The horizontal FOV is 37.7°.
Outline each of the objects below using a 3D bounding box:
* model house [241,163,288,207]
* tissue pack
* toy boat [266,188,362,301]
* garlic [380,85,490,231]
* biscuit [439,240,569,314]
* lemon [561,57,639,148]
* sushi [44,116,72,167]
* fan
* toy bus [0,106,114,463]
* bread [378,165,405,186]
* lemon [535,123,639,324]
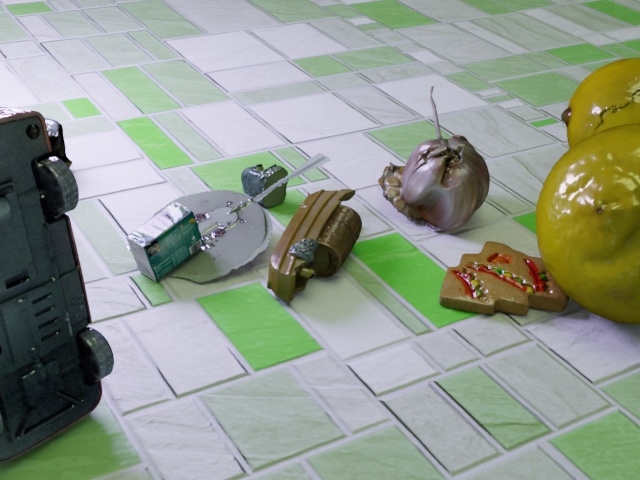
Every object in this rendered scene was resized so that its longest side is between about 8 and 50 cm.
[{"bbox_3d":[-0.111,-0.115,1.818,0.066,0.078,0.083,-20,37,-37],"label":"model house"},{"bbox_3d":[-0.268,-0.003,1.584,0.079,0.085,0.111,27,54,35],"label":"tissue pack"},{"bbox_3d":[0.000,0.000,1.631,0.115,0.089,0.310,14,32,11],"label":"toy boat"},{"bbox_3d":[0.199,-0.147,1.781,0.207,0.256,0.207,-26,20,10],"label":"garlic"},{"bbox_3d":[0.302,0.068,1.606,0.239,0.041,0.212,-13,37,-28],"label":"biscuit"},{"bbox_3d":[0.653,-0.233,1.919,0.297,0.297,0.297,3,31,-2],"label":"lemon"},{"bbox_3d":[-0.586,-0.158,1.797,0.147,0.114,0.212,14,31,10],"label":"sushi"},{"bbox_3d":[-0.142,-0.062,1.698,0.233,0.012,0.415,32,55,32],"label":"fan"},{"bbox_3d":[-0.431,0.050,1.187,0.233,0.426,0.203,16,31,39],"label":"toy bus"},{"bbox_3d":[0.158,-0.121,1.894,0.083,0.046,0.081,23,30,31],"label":"bread"},{"bbox_3d":[0.518,-0.027,1.518,0.348,0.347,0.348,3,31,-2],"label":"lemon"}]
